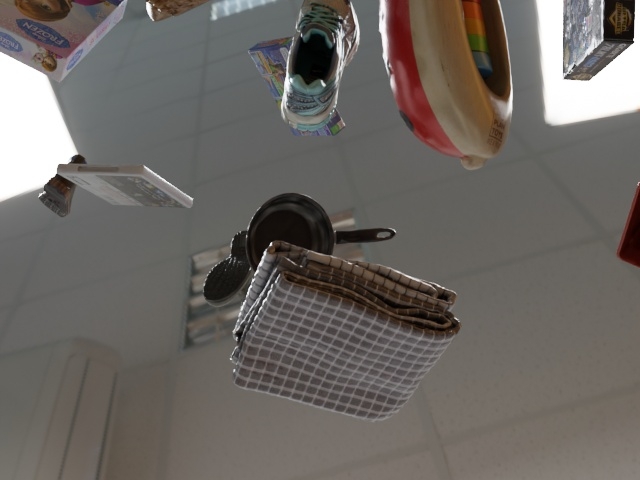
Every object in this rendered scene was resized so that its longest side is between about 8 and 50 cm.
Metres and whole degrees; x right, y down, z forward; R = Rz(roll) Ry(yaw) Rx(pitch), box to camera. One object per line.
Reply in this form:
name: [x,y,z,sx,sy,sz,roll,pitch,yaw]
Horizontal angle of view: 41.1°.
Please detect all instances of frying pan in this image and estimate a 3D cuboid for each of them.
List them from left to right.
frying pan: [-0.013,-0.025,1.724,0.326,0.197,0.053,-30,-162,-26]

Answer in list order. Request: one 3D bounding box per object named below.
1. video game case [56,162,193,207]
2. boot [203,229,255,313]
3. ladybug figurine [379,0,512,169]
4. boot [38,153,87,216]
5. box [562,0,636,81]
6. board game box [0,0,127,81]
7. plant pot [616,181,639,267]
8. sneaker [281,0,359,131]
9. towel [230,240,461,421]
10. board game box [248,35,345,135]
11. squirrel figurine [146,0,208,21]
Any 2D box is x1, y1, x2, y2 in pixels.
video game case: [-0.349,-0.098,1.540,0.173,0.190,0.022,3,-104,20]
boot: [-0.166,0.104,1.833,0.084,0.161,0.246,3,-145,17]
ladybug figurine: [0.207,-0.334,1.448,0.162,0.449,0.305,-12,167,31]
boot: [-0.590,-0.125,1.988,0.106,0.082,0.219,-57,-168,-22]
box: [0.573,-0.509,1.772,0.073,0.295,0.293,3,175,1]
board game box: [-0.616,-0.500,1.799,0.319,0.066,0.318,26,-140,-6]
plant pot: [0.836,-0.067,1.851,0.267,0.267,0.235,26,-121,23]
sneaker: [0.006,-0.320,1.377,0.110,0.122,0.283,8,-115,1]
towel: [0.024,0.138,1.220,0.284,0.235,0.121,17,-137,-11]
board game box: [-0.046,-0.295,1.658,0.035,0.201,0.136,-42,-151,-25]
squirrel figurine: [-0.333,-0.657,1.743,0.281,0.370,0.397,-19,-159,17]
